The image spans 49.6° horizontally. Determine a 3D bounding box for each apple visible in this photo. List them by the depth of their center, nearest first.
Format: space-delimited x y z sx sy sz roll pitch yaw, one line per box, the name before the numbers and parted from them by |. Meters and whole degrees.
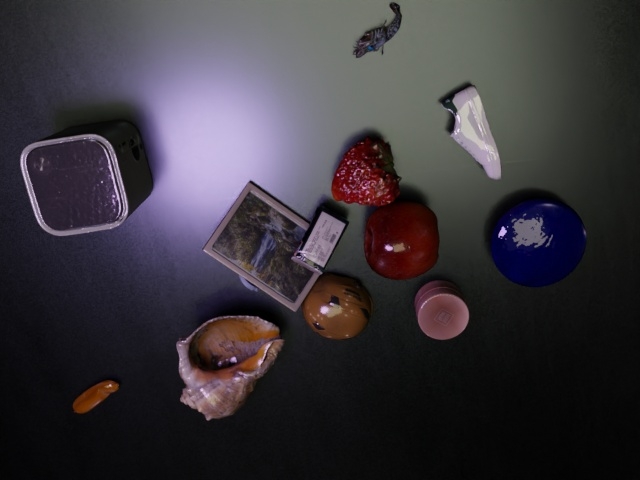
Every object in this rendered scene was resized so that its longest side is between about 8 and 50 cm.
apple | 0.222 -0.001 1.907 0.201 0.218 0.218 -3 110 -2

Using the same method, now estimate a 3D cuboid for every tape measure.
tape measure | -0.196 0.098 2.015 0.054 0.094 0.091 -33 105 26

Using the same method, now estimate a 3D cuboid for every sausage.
sausage | -0.714 0.490 2.192 0.183 0.054 0.062 -37 137 11

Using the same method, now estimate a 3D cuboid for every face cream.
face cream | 0.355 0.203 2.035 0.149 0.104 0.149 1 110 1

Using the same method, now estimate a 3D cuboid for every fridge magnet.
fridge magnet | 0.613 0.006 1.954 0.265 0.113 0.266 1 109 2

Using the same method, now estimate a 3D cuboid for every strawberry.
strawberry | 0.117 -0.172 1.874 0.201 0.184 0.187 -23 104 19

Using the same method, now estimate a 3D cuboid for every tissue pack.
tissue pack | -0.001 0.001 1.951 0.103 0.090 0.170 30 80 -10

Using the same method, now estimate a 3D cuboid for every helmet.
helmet | 0.049 0.212 2.034 0.224 0.130 0.198 30 111 -10

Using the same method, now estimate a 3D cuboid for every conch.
conch | -0.288 0.348 2.061 0.352 0.210 0.297 -40 115 -14

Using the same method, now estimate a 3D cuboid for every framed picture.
framed picture | -0.138 0.019 1.974 0.324 0.020 0.240 36 81 -11

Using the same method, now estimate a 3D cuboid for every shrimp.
shrimp | 0.155 -0.531 1.792 0.076 0.082 0.174 42 98 -8

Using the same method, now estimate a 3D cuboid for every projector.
projector | -0.612 -0.174 1.848 0.248 0.249 0.249 -8 108 5

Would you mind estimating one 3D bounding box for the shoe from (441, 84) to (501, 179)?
shoe | 0.409 -0.280 1.874 0.110 0.095 0.265 -17 103 13
